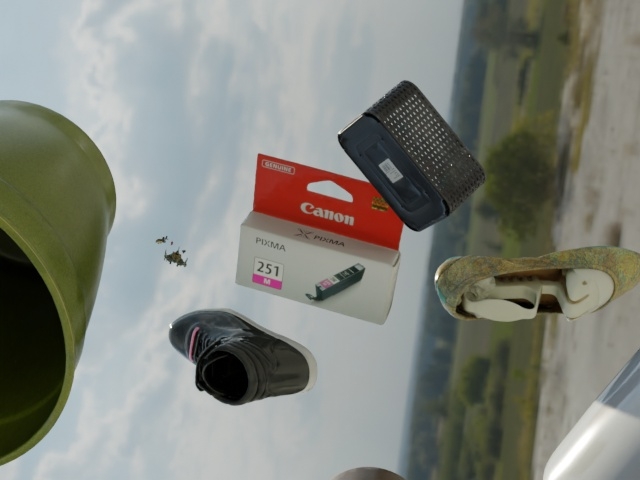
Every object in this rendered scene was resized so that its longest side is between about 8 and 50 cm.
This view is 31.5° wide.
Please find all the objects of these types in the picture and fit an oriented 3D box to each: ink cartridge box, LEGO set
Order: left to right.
[{"bbox_3d":[-0.290,0.028,2.220,0.083,0.054,0.023,59,137,34],"label":"LEGO set"},{"bbox_3d":[0.000,0.000,1.911,0.060,0.275,0.239,-59,-19,-53],"label":"ink cartridge box"}]

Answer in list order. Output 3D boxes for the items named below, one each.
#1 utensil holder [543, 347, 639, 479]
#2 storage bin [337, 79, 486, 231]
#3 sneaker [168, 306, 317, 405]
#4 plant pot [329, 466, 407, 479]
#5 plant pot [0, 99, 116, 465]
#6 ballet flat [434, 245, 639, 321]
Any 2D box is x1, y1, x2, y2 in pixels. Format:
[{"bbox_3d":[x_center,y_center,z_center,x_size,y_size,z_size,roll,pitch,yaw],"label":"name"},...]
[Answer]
[{"bbox_3d":[0.497,0.245,1.371,0.385,0.328,0.327,-58,8,31],"label":"utensil holder"},{"bbox_3d":[0.124,-0.114,1.560,0.084,0.180,0.122,-42,5,-26],"label":"storage bin"},{"bbox_3d":[-0.160,0.171,1.729,0.147,0.296,0.104,-3,-76,-51],"label":"sneaker"},{"bbox_3d":[0.075,0.511,1.890,0.230,0.215,0.215,-32,-50,-84],"label":"plant pot"},{"bbox_3d":[-0.395,0.011,1.282,0.353,0.367,0.366,-71,-13,-62],"label":"plant pot"},{"bbox_3d":[0.361,0.081,1.831,0.123,0.349,0.123,178,90,-90],"label":"ballet flat"}]
